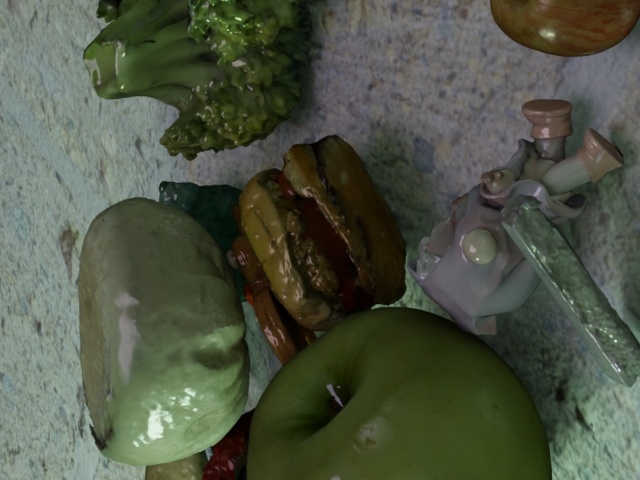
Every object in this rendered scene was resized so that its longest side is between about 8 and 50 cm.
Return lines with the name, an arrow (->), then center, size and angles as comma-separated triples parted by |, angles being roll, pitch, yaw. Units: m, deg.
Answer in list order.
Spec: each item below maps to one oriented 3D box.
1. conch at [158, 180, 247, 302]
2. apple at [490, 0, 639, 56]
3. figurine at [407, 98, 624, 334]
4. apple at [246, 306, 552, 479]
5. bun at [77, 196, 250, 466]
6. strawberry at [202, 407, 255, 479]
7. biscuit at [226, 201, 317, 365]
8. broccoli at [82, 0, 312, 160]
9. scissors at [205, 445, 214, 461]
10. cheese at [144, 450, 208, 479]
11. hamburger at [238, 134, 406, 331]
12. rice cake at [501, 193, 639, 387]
conch -> -0.164, 0.005, 2.255 | 0.196, 0.134, 0.202 | -8, 97, 52
apple -> 0.244, -0.253, 1.598 | 0.146, 0.131, 0.146 | 22, 116, 54
figurine -> 0.207, -0.022, 1.714 | 0.133, 0.200, 0.276 | 34, 114, -4
apple -> 0.099, 0.259, 1.807 | 0.357, 0.357, 0.357 | 25, 122, 48
bun -> -0.196, 0.119, 2.061 | 0.360, 0.211, 0.359 | 176, 90, -74
strawberry -> -0.062, 0.359, 2.159 | 0.258, 0.261, 0.261 | -24, 83, 51
biscuit -> -0.062, 0.072, 2.031 | 0.205, 0.049, 0.324 | 58, -174, -28
broccoli -> -0.182, -0.264, 2.043 | 0.293, 0.281, 0.347 | 31, 126, 30
scissors -> -0.164, 0.250, 2.281 | 0.029, 0.193, 0.447 | -23, 75, 24
cheese -> -0.158, 0.387, 2.336 | 0.117, 0.214, 0.226 | -21, 69, 24
hamburger -> 0.000, 0.000, 1.951 | 0.163, 0.244, 0.244 | -24, 81, 15
rice cake -> 0.265, 0.053, 1.648 | 0.270, 0.049, 0.055 | 52, -176, -30
